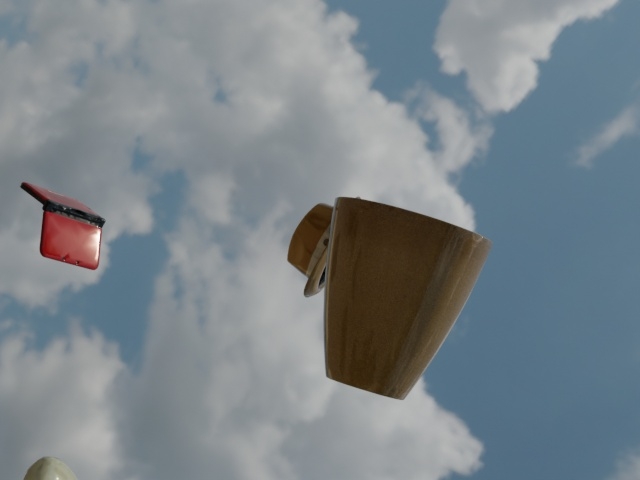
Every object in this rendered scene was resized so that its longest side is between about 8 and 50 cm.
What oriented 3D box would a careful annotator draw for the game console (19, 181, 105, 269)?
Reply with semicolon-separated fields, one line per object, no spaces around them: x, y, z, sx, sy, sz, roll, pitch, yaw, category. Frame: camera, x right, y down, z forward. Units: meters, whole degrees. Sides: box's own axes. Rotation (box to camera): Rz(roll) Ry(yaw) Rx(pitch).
-0.441;-0.024;1.986;0.124;0.144;0.085;32;-85;32;game console

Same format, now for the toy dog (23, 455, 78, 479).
-0.143;0.461;1.320;0.408;0.395;0.284;2;-138;22;toy dog

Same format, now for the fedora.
0.000;0.000;1.993;0.079;0.194;0.194;28;-90;11;fedora

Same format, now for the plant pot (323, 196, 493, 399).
0.101;0.092;1.691;0.237;0.237;0.254;12;-95;54;plant pot
